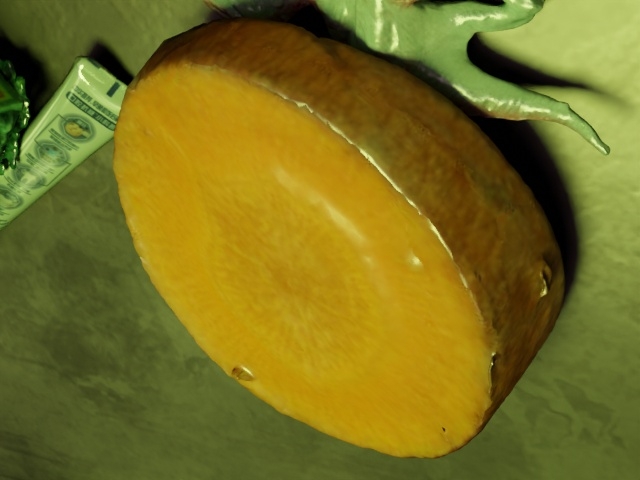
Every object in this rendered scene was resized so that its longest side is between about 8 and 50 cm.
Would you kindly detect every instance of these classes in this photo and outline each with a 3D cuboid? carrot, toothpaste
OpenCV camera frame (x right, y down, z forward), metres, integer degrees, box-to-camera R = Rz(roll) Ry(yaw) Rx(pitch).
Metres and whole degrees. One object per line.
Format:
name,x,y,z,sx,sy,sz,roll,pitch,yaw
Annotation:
carrot,0.000,0.000,0.685,0.307,0.100,0.258,45,139,-11
toothpaste,-0.216,-0.061,0.838,0.062,0.039,0.239,39,135,-20

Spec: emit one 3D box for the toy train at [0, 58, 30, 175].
toy train,-0.344,-0.070,0.815,0.188,0.159,0.271,49,130,12

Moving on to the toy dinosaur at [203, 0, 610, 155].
toy dinosaur,0.051,-0.113,0.628,0.242,0.053,0.167,43,134,-2
